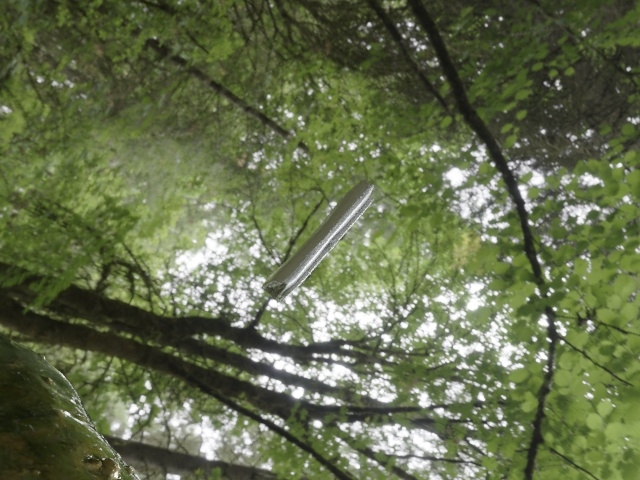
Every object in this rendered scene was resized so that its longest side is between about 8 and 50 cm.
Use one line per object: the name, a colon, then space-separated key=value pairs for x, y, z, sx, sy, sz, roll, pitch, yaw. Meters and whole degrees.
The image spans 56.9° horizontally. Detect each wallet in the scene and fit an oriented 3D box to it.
wallet: x=0.000 y=0.000 z=0.510 sx=0.122 sy=0.025 sz=0.061 roll=-48 pitch=178 yaw=-21

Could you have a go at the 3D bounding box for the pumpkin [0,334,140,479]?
pumpkin: x=-0.212 y=0.209 z=0.332 sx=0.327 sy=0.292 sz=0.257 roll=23 pitch=-142 yaw=31
